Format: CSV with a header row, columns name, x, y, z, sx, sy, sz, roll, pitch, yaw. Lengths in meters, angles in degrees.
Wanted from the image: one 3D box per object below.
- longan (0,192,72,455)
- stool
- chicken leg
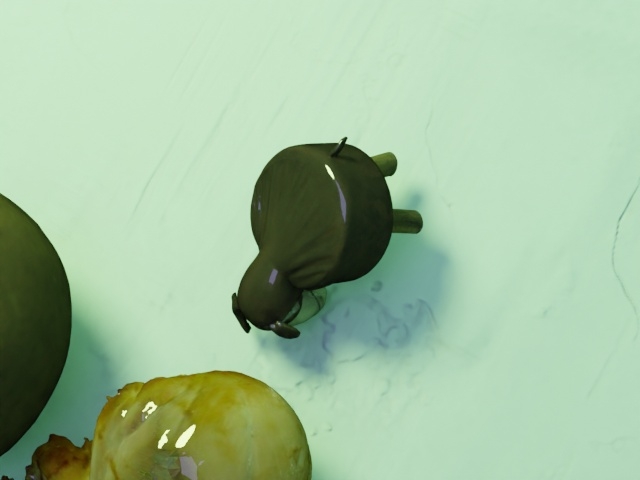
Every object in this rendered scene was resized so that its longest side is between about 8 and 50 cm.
name,x,y,z,sx,sy,sz,roll,pitch,yaw
longan,-0.361,0.073,1.491,0.297,0.297,0.297,-3,77,13
stool,0.000,0.000,1.513,0.125,0.121,0.217,41,118,34
chicken leg,-0.163,0.298,1.484,0.295,0.182,0.409,12,96,25
